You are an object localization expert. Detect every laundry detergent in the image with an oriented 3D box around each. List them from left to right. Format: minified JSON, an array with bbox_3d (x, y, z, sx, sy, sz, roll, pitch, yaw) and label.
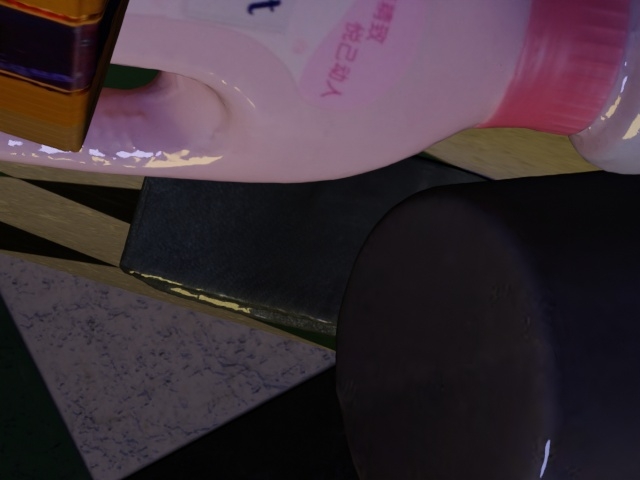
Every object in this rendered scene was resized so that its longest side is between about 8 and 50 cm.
[{"bbox_3d":[-0.033,-0.082,0.597,0.335,0.159,0.088,10,-143,-17],"label":"laundry detergent"}]

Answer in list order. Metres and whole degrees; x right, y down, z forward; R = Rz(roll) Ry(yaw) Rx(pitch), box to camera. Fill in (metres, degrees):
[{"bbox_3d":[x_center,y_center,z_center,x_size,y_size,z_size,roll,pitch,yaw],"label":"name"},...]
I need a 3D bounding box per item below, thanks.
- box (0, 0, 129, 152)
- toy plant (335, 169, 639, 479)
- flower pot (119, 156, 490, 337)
[{"bbox_3d":[-0.050,-0.111,0.382,0.070,0.152,0.237,18,173,-4],"label":"box"},{"bbox_3d":[0.205,0.061,0.876,0.400,0.279,0.185,1,-141,-32],"label":"toy plant"},{"bbox_3d":[0.000,0.000,1.182,0.229,0.108,0.103,15,173,25],"label":"flower pot"}]
